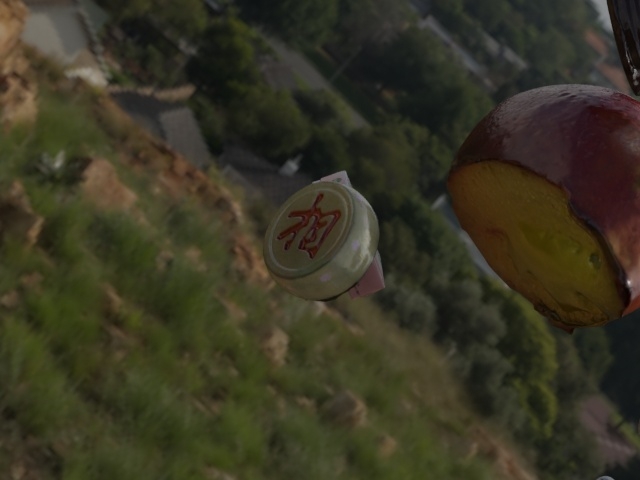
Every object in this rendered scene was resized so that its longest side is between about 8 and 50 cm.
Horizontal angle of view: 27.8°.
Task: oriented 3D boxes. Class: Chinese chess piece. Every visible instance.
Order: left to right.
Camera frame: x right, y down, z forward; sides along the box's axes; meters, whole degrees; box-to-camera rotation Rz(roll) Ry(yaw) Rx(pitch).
[{"bbox_3d":[0.000,0.000,1.282,0.051,0.122,0.122,39,13,-42],"label":"Chinese chess piece"}]

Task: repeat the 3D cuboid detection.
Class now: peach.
[{"bbox_3d":[0.282,-0.031,1.455,0.281,0.281,0.338,39,26,-14],"label":"peach"}]

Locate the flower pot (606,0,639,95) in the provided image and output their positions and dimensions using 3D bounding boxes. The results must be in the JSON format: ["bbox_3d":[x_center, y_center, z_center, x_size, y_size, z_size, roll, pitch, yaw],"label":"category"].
[{"bbox_3d":[0.268,-0.172,0.966,0.111,0.089,0.111,-13,90,-68],"label":"flower pot"}]

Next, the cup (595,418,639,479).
[{"bbox_3d":[0.433,0.222,1.411,0.173,0.299,0.167,-128,-163,-68],"label":"cup"}]

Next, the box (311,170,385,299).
[{"bbox_3d":[0.032,-0.006,1.494,0.089,0.043,0.125,-95,164,-64],"label":"box"}]
